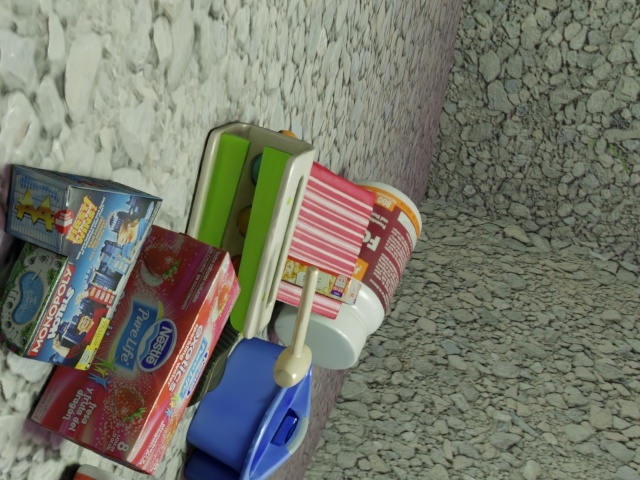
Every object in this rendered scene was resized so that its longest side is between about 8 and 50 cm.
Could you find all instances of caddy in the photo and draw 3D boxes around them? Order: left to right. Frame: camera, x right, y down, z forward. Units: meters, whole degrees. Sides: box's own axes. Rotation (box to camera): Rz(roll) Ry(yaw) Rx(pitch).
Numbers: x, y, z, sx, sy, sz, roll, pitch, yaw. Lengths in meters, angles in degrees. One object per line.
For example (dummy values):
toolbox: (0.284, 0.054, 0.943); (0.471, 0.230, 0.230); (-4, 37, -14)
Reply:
caddy: (-0.115, 0.343, 1.630); (0.341, 0.179, 0.241); (-58, 164, -48)

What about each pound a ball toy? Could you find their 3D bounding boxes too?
pound a ball toy: (-0.073, 0.018, 1.203); (0.136, 0.208, 0.319); (-42, 149, -67)

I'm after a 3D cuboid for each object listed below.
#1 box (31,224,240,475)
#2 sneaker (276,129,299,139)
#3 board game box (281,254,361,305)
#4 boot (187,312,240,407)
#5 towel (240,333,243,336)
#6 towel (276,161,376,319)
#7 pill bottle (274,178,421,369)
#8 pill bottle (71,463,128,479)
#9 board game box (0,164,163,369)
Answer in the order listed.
box: (-0.201, 0.123, 0.987); (0.128, 0.123, 0.256); (84, 28, -67)
sneaker: (-0.084, -0.068, 1.338); (0.121, 0.099, 0.262); (-67, 178, -57)
board game box: (-0.032, 0.060, 1.499); (0.147, 0.194, 0.045); (40, 71, -79)
boot: (-0.166, 0.164, 1.368); (0.197, 0.077, 0.137); (-57, 170, 5)
towel: (-0.144, 0.131, 1.533); (0.237, 0.021, 0.102); (11, 99, -79)
towel: (0.000, 0.000, 1.664); (0.199, 0.031, 0.274); (23, 81, -38)
pill bottle: (0.061, 0.072, 1.889); (0.224, 0.224, 0.392); (94, 18, -53)
pill bottle: (-0.289, 0.397, 1.038); (0.124, 0.124, 0.221); (87, 26, -63)
board game box: (-0.238, 0.013, 0.794); (0.194, 0.060, 0.194); (61, 50, -74)
